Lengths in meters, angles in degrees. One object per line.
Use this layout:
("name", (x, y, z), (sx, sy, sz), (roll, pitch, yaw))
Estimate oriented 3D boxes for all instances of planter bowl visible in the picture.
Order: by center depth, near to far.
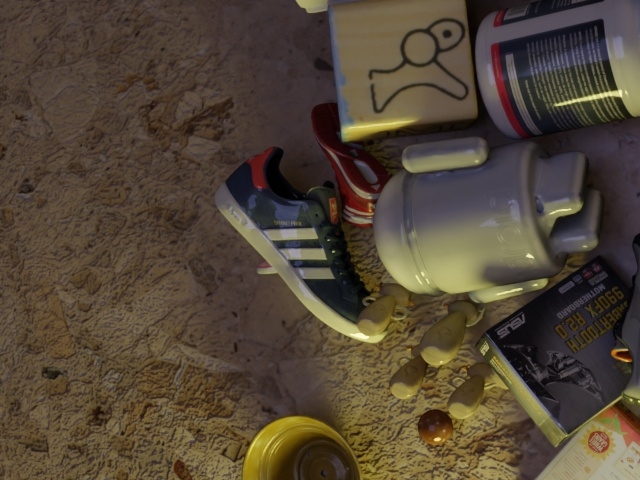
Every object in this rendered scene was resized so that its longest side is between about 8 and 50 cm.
("planter bowl", (-0.012, 0.380, 2.122), (0.217, 0.090, 0.217), (1, 92, 26))

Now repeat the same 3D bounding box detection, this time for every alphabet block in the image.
("alphabet block", (0.117, -0.252, 1.949), (0.197, 0.193, 0.192), (-6, 91, 1))

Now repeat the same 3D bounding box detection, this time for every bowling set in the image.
("bowling set", (0.185, 0.190, 2.004), (0.287, 0.154, 0.200), (22, 123, 17))

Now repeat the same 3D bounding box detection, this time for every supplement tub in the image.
("supplement tub", (0.371, -0.254, 1.856), (0.272, 0.191, 0.191), (-9, 87, 27))

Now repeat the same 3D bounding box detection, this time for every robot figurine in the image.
("robot figurine", (0.226, -0.029, 1.924), (0.353, 0.199, 0.300), (-12, 123, 28))

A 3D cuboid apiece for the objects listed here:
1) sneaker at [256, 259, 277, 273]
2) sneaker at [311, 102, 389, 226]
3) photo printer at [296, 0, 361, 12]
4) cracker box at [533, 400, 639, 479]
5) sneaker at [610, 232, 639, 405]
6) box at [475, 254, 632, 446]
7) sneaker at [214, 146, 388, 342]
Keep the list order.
("sneaker", (-0.044, 0.014, 2.151), (0.134, 0.051, 0.070), (-10, 91, 19))
("sneaker", (0.034, -0.109, 2.090), (0.128, 0.087, 0.221), (100, 156, -44))
("photo printer", (0.131, -0.445, 1.944), (0.308, 0.256, 0.107), (-6, 121, 27))
("cracker box", (0.404, 0.365, 1.925), (0.156, 0.067, 0.232), (45, 109, 20))
("sneaker", (0.448, 0.105, 1.822), (0.108, 0.100, 0.271), (-8, 55, 14))
("box", (0.362, 0.152, 1.866), (0.183, 0.231, 0.056), (53, 156, 17))
("sneaker", (0.000, 0.000, 2.045), (0.350, 0.131, 0.148), (45, 105, 3))
